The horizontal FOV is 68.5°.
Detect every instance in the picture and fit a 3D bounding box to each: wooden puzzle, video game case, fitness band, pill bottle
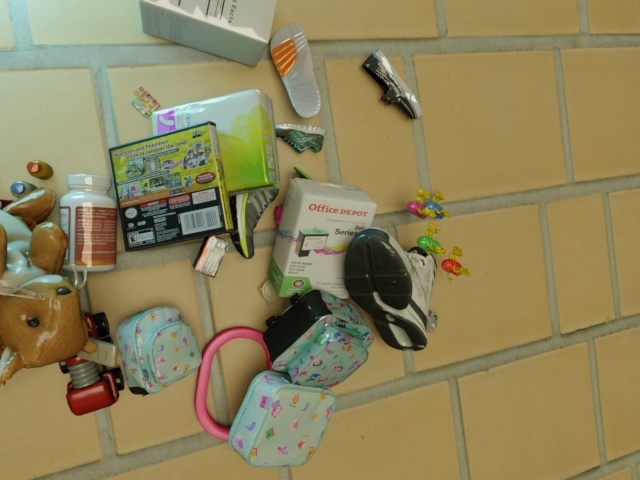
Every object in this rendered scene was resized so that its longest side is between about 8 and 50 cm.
[{"bbox_3d":[-0.436,-0.340,1.172,0.083,0.006,0.049,46,78,-14],"label":"wooden puzzle"},{"bbox_3d":[-0.344,-0.118,1.073,0.274,0.035,0.248,-10,89,17],"label":"video game case"},{"bbox_3d":[-0.218,0.374,1.232,0.208,0.054,0.291,9,87,-18],"label":"fitness band"},{"bbox_3d":[-0.535,-0.039,1.085,0.121,0.121,0.216,2,90,-18],"label":"pill bottle"}]

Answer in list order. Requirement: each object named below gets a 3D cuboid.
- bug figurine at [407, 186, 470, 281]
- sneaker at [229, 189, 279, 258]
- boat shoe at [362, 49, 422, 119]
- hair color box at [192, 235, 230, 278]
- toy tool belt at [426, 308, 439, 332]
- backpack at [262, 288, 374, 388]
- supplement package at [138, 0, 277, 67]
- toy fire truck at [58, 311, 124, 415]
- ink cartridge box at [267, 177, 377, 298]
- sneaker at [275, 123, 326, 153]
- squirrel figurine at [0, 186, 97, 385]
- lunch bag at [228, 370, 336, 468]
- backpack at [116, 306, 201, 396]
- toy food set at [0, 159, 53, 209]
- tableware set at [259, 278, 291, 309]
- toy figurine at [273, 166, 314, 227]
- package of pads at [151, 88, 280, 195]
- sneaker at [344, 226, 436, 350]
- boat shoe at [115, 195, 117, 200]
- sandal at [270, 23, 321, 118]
[{"bbox_3d":[0.323,-0.024,1.321,0.216,0.072,0.279,24,47,-43],"label":"bug figurine"},{"bbox_3d":[-0.169,-0.101,1.215,0.121,0.111,0.300,2,92,-22],"label":"sneaker"},{"bbox_3d":[0.202,-0.432,1.349,0.076,0.080,0.228,-38,105,4],"label":"boat shoe"},{"bbox_3d":[-0.270,0.035,1.149,0.053,0.167,0.093,25,83,-17],"label":"hair color box"},{"bbox_3d":[0.330,0.234,1.418,0.051,0.052,0.083,-25,103,-48],"label":"toy tool belt"},{"bbox_3d":[0.013,0.258,1.202,0.225,0.191,0.253,-46,142,16],"label":"backpack"},{"bbox_3d":[-0.266,-0.570,1.134,0.292,0.177,0.175,12,87,-19],"label":"supplement package"},{"bbox_3d":[-0.504,0.277,1.034,0.158,0.246,0.217,-14,95,-17],"label":"toy fire truck"},{"bbox_3d":[0.000,0.000,1.192,0.201,0.117,0.278,5,115,-24],"label":"ink cartridge box"},{"bbox_3d":[-0.064,-0.273,1.269,0.166,0.065,0.076,1,95,-17],"label":"sneaker"},{"bbox_3d":[-0.619,0.136,0.924,0.370,0.281,0.397,39,105,16],"label":"squirrel figurine"},{"bbox_3d":[-0.088,0.450,1.199,0.279,0.107,0.224,31,78,-50],"label":"lunch bag"},{"bbox_3d":[-0.384,0.251,1.116,0.165,0.144,0.189,-18,87,-54],"label":"backpack"},{"bbox_3d":[-0.722,-0.118,1.029,0.232,0.104,0.111,-7,93,-18],"label":"toy food set"},{"bbox_3d":[-0.078,0.121,1.290,0.141,0.020,0.169,42,75,-20],"label":"tableware set"},{"bbox_3d":[-0.051,-0.086,1.267,0.173,0.130,0.159,34,94,-40],"label":"toy figurine"},{"bbox_3d":[-0.248,-0.219,1.115,0.296,0.101,0.229,-6,88,15],"label":"package of pads"},{"bbox_3d":[0.196,0.074,1.254,0.448,0.169,0.258,63,35,-41],"label":"sneaker"},{"bbox_3d":[-0.437,-0.134,1.157,0.142,0.040,0.049,-36,101,-14],"label":"boat shoe"},{"bbox_3d":[-0.062,-0.442,1.257,0.101,0.076,0.265,-15,84,6],"label":"sandal"}]
